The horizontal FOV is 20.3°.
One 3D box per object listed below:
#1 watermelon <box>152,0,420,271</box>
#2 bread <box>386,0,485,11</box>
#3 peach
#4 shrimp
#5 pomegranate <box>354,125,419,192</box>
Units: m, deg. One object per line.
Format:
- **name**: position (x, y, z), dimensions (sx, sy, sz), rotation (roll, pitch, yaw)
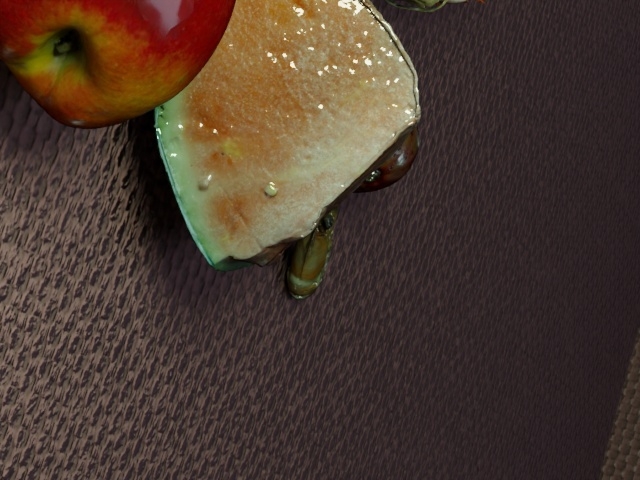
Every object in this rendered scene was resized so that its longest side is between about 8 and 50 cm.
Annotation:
- **watermelon**: position (-0.072, -0.124, 1.658), dimensions (0.222, 0.319, 0.292), rotation (-39, 98, -26)
- **bread**: position (0.128, -0.375, 2.049), dimensions (0.212, 0.142, 0.224), rotation (2, 101, -51)
- **peach**: position (-0.161, -0.210, 1.403), dimensions (0.243, 0.199, 0.243), rotation (13, 90, -76)
- **shrimp**: position (0.000, 0.000, 2.010), dimensions (0.099, 0.041, 0.180), rotation (-54, 166, -33)
- **pomegranate**: position (0.047, -0.121, 2.018), dimensions (0.159, 0.129, 0.129), rotation (-89, 180, -66)
